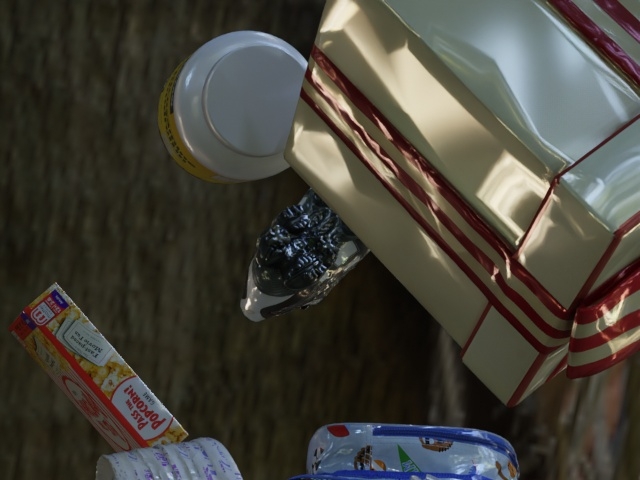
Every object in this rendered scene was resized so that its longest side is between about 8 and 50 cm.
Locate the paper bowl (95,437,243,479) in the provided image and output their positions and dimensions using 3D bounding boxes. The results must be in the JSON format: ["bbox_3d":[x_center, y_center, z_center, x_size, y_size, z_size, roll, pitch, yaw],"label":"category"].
[{"bbox_3d":[-0.123,0.295,1.323,0.148,0.284,0.284,-9,7,-14],"label":"paper bowl"}]

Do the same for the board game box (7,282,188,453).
[{"bbox_3d":[-0.220,0.136,1.764,0.193,0.045,0.147,49,-18,-2],"label":"board game box"}]

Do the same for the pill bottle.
[{"bbox_3d":[-0.056,-0.093,1.268,0.103,0.103,0.184,11,-2,-11],"label":"pill bottle"}]

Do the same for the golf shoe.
[{"bbox_3d":[0.000,0.000,1.448,0.077,0.094,0.198,46,42,13],"label":"golf shoe"}]

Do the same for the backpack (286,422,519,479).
[{"bbox_3d":[0.088,0.273,1.469,0.263,0.213,0.276,9,-25,3],"label":"backpack"}]

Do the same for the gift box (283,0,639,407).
[{"bbox_3d":[0.157,-0.067,1.105,0.258,0.255,0.276,47,-22,17],"label":"gift box"}]
